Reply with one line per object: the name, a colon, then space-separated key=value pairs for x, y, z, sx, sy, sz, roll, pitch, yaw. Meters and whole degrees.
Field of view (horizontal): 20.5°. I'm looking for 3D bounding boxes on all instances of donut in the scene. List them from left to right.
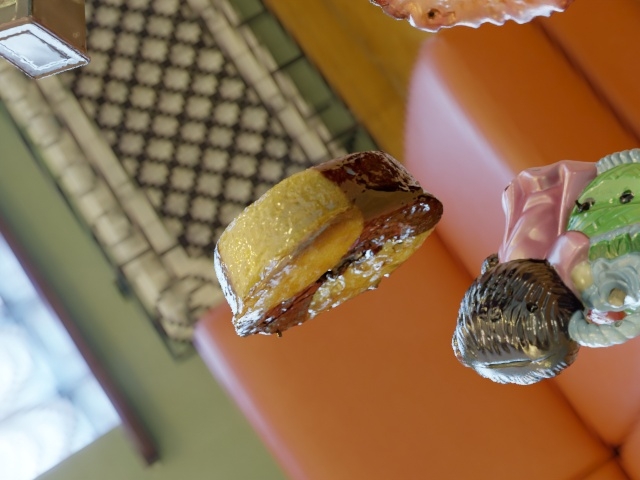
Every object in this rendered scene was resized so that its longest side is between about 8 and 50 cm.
donut: x=0.000 y=0.000 z=1.330 sx=0.073 sy=0.184 sz=0.166 roll=57 pitch=160 yaw=20

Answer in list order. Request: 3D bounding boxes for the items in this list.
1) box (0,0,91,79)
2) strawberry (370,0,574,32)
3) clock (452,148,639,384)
box: x=-0.230 y=-0.178 z=1.421 sx=0.084 sy=0.060 sz=0.063 roll=34 pitch=-133 yaw=-54
strawberry: x=0.127 y=-0.266 z=1.437 sx=0.190 sy=0.111 sz=0.236 roll=40 pitch=147 yaw=-19
clock: x=0.206 y=0.024 z=1.426 sx=0.194 sy=0.195 sz=0.100 roll=-10 pitch=130 yaw=39
